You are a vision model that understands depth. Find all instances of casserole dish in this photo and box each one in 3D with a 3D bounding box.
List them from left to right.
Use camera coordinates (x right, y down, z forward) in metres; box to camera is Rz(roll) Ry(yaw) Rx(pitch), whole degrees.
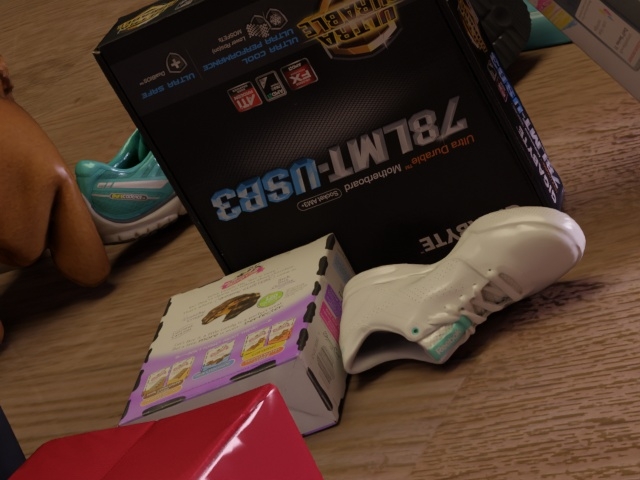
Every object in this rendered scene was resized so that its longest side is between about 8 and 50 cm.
[{"bbox_3d":[0.264,-0.245,1.824,0.188,0.037,0.114,-4,33,47],"label":"casserole dish"}]

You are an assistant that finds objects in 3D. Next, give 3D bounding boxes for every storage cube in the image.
[{"bbox_3d":[-0.095,0.223,1.006,0.183,0.215,0.193,-17,18,31],"label":"storage cube"}]

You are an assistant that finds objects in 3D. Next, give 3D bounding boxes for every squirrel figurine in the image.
[{"bbox_3d":[-0.469,-0.043,1.815,0.370,0.397,0.281,-27,24,-20],"label":"squirrel figurine"}]

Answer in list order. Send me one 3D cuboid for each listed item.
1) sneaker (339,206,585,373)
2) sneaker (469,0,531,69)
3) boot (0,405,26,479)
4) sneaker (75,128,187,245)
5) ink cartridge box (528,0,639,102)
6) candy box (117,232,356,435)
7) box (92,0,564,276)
[{"bbox_3d":[0.105,0.049,1.338,0.212,0.080,0.094,-25,32,31],"label":"sneaker"},{"bbox_3d":[0.073,-0.136,1.765,0.319,0.112,0.131,-37,5,-24],"label":"sneaker"},{"bbox_3d":[-0.287,0.235,1.221,0.246,0.207,0.094,-35,22,-10],"label":"boot"},{"bbox_3d":[-0.144,-0.097,1.902,0.275,0.110,0.107,-34,21,-32],"label":"sneaker"},{"bbox_3d":[0.271,-0.230,1.344,0.207,0.353,0.119,-42,-10,-28],"label":"ink cartridge box"},{"bbox_3d":[-0.058,0.093,1.432,0.165,0.070,0.196,-22,23,20],"label":"candy box"},{"bbox_3d":[0.009,-0.099,1.469,0.295,0.293,0.073,-19,22,24],"label":"box"}]
